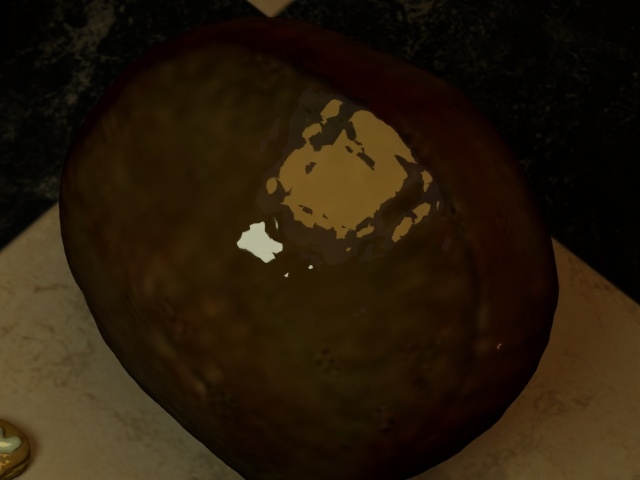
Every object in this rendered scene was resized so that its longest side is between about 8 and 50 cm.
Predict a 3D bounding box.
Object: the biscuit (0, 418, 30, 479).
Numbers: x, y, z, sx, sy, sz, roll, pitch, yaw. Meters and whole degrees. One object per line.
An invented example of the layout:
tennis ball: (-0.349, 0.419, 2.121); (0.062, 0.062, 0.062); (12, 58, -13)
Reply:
biscuit: (-0.317, 0.233, 0.933); (0.158, 0.035, 0.240); (12, 57, -9)

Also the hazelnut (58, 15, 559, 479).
hazelnut: (0.000, 0.000, 1.000); (0.421, 0.353, 0.421); (13, 31, -8)
